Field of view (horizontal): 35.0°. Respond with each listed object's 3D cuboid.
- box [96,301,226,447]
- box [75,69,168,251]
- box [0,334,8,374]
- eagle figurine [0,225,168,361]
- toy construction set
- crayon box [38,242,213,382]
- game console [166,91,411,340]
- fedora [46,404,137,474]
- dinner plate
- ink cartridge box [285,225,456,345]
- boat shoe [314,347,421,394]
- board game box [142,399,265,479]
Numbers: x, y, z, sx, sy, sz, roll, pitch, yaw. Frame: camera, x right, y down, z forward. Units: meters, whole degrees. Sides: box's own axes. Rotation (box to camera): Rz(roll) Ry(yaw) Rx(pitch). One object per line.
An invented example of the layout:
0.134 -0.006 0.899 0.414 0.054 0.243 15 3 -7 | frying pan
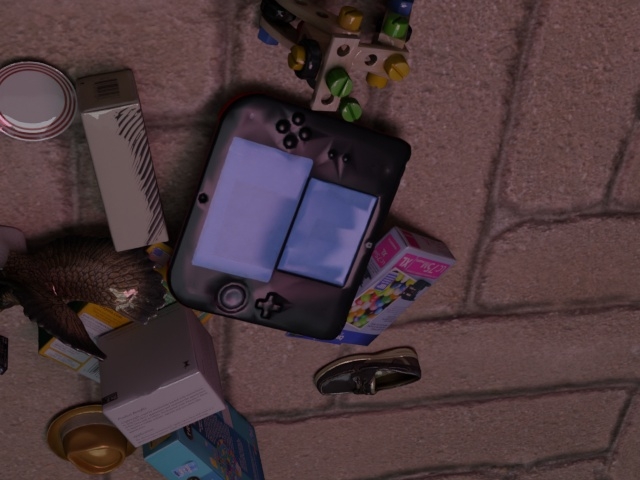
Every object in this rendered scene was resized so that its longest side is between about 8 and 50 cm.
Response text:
-0.279 0.230 1.767 0.180 0.182 0.119 -24 132 4 | box
-0.316 -0.125 1.629 0.094 0.113 0.275 -12 131 -8 | box
-0.594 0.196 1.821 0.067 0.083 0.018 31 113 -34 | box
-0.433 0.092 1.673 0.298 0.226 0.225 -5 160 34 | eagle figurine
0.072 -0.312 1.505 0.257 0.237 0.309 30 115 -33 | toy construction set
-0.330 0.123 1.839 0.323 0.083 0.203 -41 127 18 | crayon box
-0.057 -0.035 1.720 0.341 0.060 0.387 17 104 -17 | game console
-0.451 0.413 2.038 0.194 0.079 0.194 -7 129 -9 | fedora
-0.450 -0.217 1.577 0.141 0.017 0.141 -8 129 -11 | dinner plate
0.096 0.109 1.927 0.311 0.065 0.185 -44 148 22 | ink cartridge box
0.100 0.281 2.093 0.223 0.073 0.080 -13 130 -6 | boat shoe
-0.227 0.392 1.972 0.079 0.254 0.336 -30 129 10 | board game box
